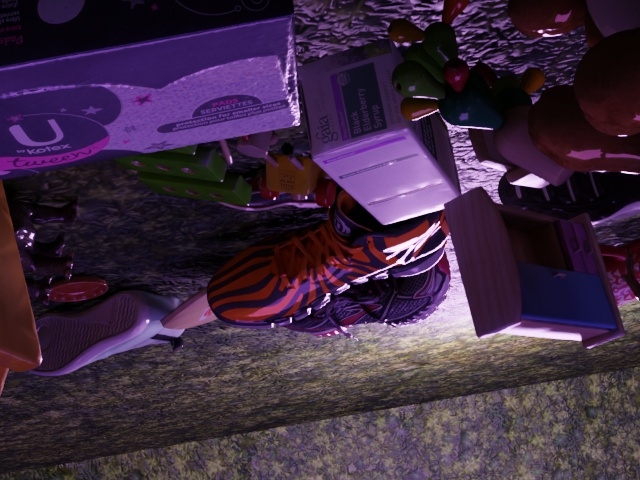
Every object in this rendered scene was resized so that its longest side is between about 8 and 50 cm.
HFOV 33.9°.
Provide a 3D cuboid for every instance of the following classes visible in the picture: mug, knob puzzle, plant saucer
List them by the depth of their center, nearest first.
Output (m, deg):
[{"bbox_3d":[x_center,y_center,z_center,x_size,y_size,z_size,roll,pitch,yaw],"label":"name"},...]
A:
[{"bbox_3d":[-0.330,0.064,1.419,0.084,0.013,0.083,-10,163,-3],"label":"plant saucer"},{"bbox_3d":[-0.139,0.070,1.471,0.213,0.030,0.213,-28,168,-7],"label":"knob puzzle"},{"bbox_3d":[0.464,0.064,1.732,0.169,0.113,0.150,-22,161,21],"label":"mug"}]

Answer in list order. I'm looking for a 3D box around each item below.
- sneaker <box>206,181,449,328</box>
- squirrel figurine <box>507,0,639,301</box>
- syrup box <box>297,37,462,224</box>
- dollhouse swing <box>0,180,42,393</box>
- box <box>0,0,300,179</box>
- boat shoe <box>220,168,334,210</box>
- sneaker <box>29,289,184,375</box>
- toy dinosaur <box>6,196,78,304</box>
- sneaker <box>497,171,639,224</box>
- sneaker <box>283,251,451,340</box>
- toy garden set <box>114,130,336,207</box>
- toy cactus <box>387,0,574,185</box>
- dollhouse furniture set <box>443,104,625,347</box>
[{"bbox_3d":[0.000,0.000,1.282,0.321,0.124,0.180,-22,158,-1],"label":"sneaker"},{"bbox_3d":[0.355,-0.098,0.738,0.397,0.370,0.281,-7,160,-12],"label":"squirrel figurine"},{"bbox_3d":[0.064,-0.098,1.024,0.096,0.093,0.237,-15,161,14],"label":"syrup box"},{"bbox_3d":[-0.473,0.024,0.819,0.347,0.315,0.305,-20,171,27],"label":"dollhouse swing"},{"bbox_3d":[-0.145,-0.142,0.689,0.247,0.142,0.163,-10,162,-2],"label":"box"},{"bbox_3d":[-0.049,-0.060,1.161,0.137,0.049,0.043,-3,118,-17],"label":"boat shoe"},{"bbox_3d":[-0.311,0.143,1.543,0.256,0.094,0.151,-19,163,28],"label":"sneaker"},{"bbox_3d":[-0.356,0.010,1.128,0.160,0.120,0.313,11,159,-23],"label":"toy dinosaur"},{"bbox_3d":[0.342,-0.061,1.298,0.272,0.100,0.108,-5,166,-18],"label":"sneaker"},{"bbox_3d":[0.053,0.077,1.500,0.299,0.120,0.112,-23,161,33],"label":"sneaker"},{"bbox_3d":[-0.106,-0.095,0.942,0.204,0.049,0.244,8,165,20],"label":"toy garden set"},{"bbox_3d":[0.150,-0.121,0.894,0.112,0.180,0.219,-53,157,13],"label":"toy cactus"},{"bbox_3d":[0.293,-0.061,0.974,0.303,0.286,0.198,-29,154,37],"label":"dollhouse furniture set"}]
